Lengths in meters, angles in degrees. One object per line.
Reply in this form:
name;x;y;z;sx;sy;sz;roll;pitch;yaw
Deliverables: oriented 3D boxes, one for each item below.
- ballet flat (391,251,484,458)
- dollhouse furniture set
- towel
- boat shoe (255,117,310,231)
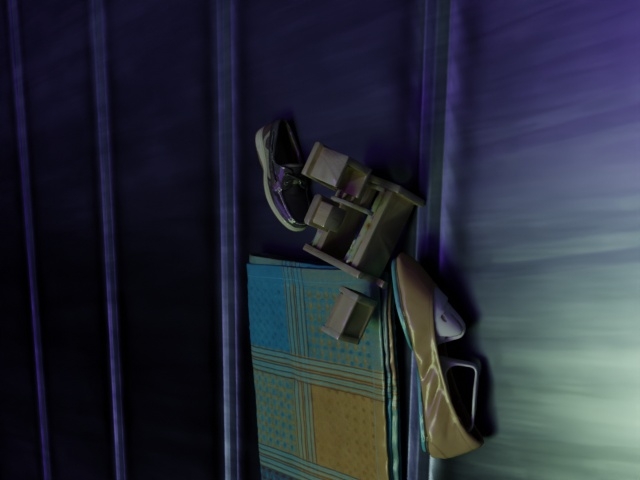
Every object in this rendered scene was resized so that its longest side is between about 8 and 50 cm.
ballet flat;0.134;0.123;0.798;0.073;0.080;0.232;-10;94;19
dollhouse furniture set;0.000;0.000;0.792;0.101;0.161;0.182;27;92;41
towel;0.002;0.206;0.968;0.271;0.040;0.370;6;104;46
boat shoe;-0.045;-0.088;0.942;0.049;0.056;0.152;-33;73;50
